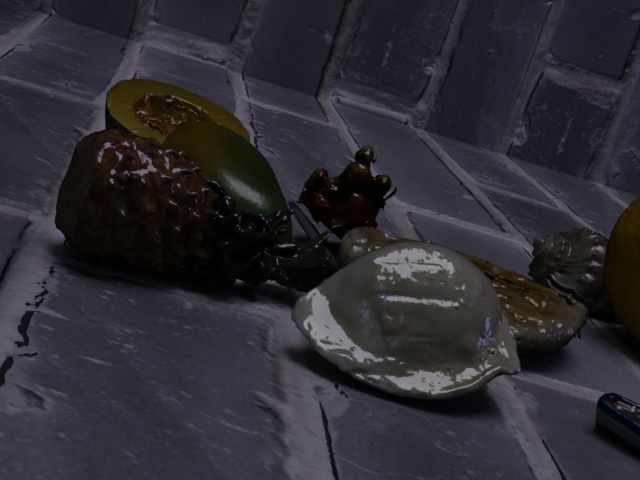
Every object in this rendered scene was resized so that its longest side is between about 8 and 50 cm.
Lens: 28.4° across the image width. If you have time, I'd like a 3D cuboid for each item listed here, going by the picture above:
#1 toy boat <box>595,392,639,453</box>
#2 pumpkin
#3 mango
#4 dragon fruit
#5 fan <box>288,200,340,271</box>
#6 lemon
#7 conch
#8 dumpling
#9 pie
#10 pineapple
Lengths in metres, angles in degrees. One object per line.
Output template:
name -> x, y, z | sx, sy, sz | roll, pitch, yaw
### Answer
toy boat -> 0.382, 0.216, 1.266 | 0.229, 0.046, 0.080 | 25, 14, 26
pumpkin -> -0.221, -0.140, 1.827 | 0.217, 0.110, 0.217 | 23, 22, -10
mango -> -0.122, -0.063, 1.611 | 0.156, 0.114, 0.251 | 26, 21, -37
dragon fruit -> 0.040, -0.043, 1.666 | 0.138, 0.175, 0.142 | 32, 33, -12
fan -> 0.000, 0.000, 1.625 | 0.113, 0.005, 0.175 | 56, 6, 14
lemon -> 0.520, 0.043, 1.695 | 0.293, 0.293, 0.293 | 17, 13, -4
conch -> 0.396, 0.063, 1.873 | 0.207, 0.130, 0.155 | 38, 45, -11
dumpling -> 0.100, 0.088, 1.266 | 0.252, 0.131, 0.179 | -4, 48, -37
pie -> 0.176, 0.061, 1.558 | 0.339, 0.077, 0.339 | 17, 13, -4
pineapple -> -0.128, -0.015, 1.365 | 0.310, 0.141, 0.170 | 19, -14, -28
